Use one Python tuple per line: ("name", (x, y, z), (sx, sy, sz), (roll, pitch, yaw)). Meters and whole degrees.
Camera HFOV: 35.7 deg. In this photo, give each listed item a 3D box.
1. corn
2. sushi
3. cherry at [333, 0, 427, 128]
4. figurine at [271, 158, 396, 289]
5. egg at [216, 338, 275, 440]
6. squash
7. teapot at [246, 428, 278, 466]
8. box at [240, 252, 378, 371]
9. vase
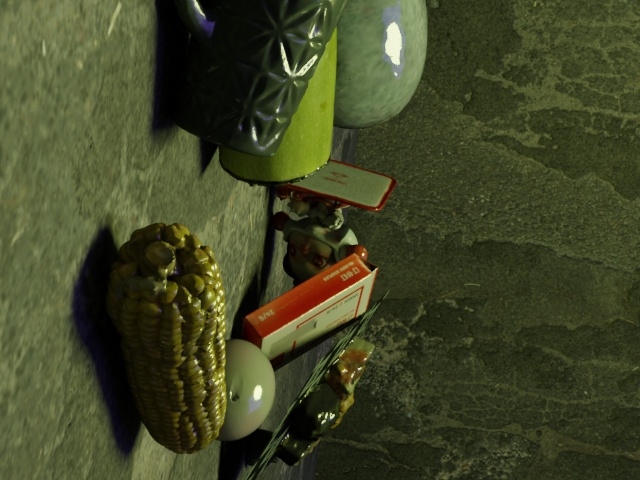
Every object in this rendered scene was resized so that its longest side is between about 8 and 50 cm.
("corn", (-0.124, 0.097, 0.857), (0.292, 0.101, 0.101), (90, 10, -50))
("sushi", (0.004, 0.274, 1.594), (0.343, 0.064, 0.359), (-59, 169, 23))
("cherry", (0.029, -0.275, 1.280), (0.296, 0.218, 0.255), (72, 27, -47))
("figurine", (0.000, 0.000, 1.602), (0.160, 0.183, 0.226), (-55, 160, -63))
("egg", (-0.103, 0.171, 1.147), (0.135, 0.103, 0.103), (-74, 171, -59))
("squash", (-0.048, -0.190, 1.043), (0.132, 0.132, 0.247), (-75, 170, -52))
("teapot", (-0.097, 0.366, 1.768), (0.088, 0.057, 0.066), (-66, 165, -68))
("box", (-0.019, 0.114, 1.494), (0.229, 0.050, 0.123), (-28, 150, -30))
("vase", (-0.047, -0.231, 0.868), (0.251, 0.156, 0.301), (5, 110, -48))
